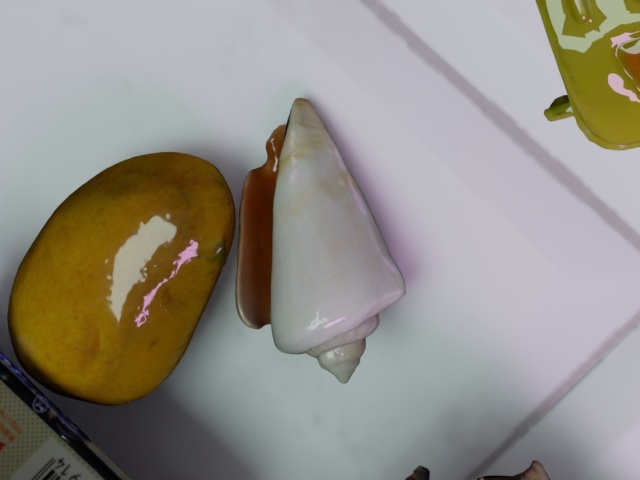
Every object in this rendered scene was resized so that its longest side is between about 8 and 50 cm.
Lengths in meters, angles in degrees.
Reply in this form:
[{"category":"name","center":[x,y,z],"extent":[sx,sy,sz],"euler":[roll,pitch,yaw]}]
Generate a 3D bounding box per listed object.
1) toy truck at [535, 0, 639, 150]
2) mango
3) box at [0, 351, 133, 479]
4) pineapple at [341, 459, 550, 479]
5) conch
[{"category":"toy truck","center":[0.131,-0.240,0.505],"extent":[0.181,0.254,0.405],"euler":[-15,102,28]},{"category":"mango","center":[-0.134,0.028,0.831],"extent":[0.227,0.109,0.147],"euler":[-39,62,34]},{"category":"box","center":[-0.210,0.164,0.873],"extent":[0.310,0.084,0.198],"euler":[41,164,11]},{"category":"pineapple","center":[0.060,0.328,0.685],"extent":[0.352,0.352,0.300],"euler":[38,134,13]},{"category":"conch","center":[-0.010,0.004,0.761],"extent":[0.176,0.094,0.104],"euler":[65,156,0]}]
